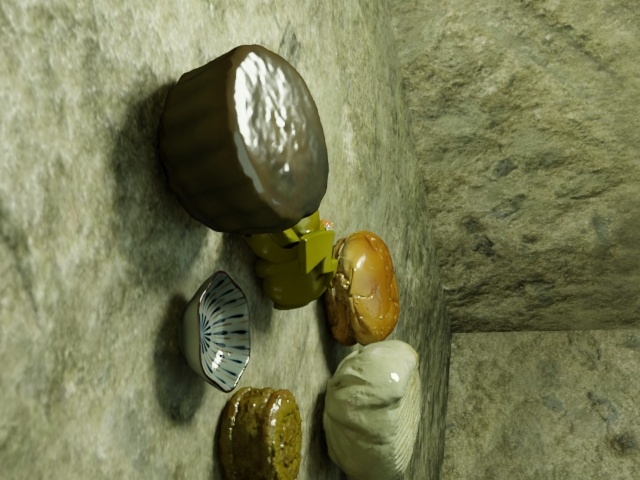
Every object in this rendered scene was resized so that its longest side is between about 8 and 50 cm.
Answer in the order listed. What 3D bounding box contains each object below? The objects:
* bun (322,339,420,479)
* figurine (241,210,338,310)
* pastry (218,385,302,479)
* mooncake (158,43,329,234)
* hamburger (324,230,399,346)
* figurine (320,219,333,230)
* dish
[{"bbox_3d":[0.120,0.412,1.793,0.365,0.219,0.365,9,90,-71],"label":"bun"},{"bbox_3d":[-0.058,0.001,1.397,0.327,0.169,0.218,67,21,-49],"label":"figurine"},{"bbox_3d":[-0.101,0.352,1.297,0.188,0.103,0.189,-3,90,-73],"label":"pastry"},{"bbox_3d":[-0.116,-0.150,1.169,0.290,0.161,0.291,24,61,-53],"label":"mooncake"},{"bbox_3d":[0.103,0.124,1.908,0.314,0.170,0.290,-51,128,-64],"label":"hamburger"},{"bbox_3d":[0.000,0.000,1.801,0.064,0.047,0.109,66,34,-65],"label":"figurine"},{"bbox_3d":[-0.176,0.144,1.162,0.190,0.066,0.191,-5,90,-70],"label":"dish"}]
